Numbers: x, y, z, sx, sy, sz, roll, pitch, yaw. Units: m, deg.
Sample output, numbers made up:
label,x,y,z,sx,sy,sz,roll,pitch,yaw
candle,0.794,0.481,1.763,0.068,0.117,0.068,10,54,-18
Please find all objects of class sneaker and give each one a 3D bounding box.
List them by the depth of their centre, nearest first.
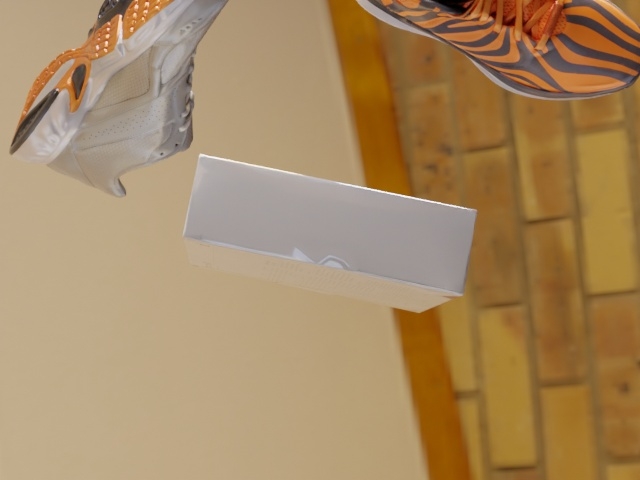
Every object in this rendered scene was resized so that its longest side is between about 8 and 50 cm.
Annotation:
label,x,y,z,sx,sy,sz,roll,pitch,yaw
sneaker,-0.130,-0.129,1.365,0.121,0.262,0.099,30,-136,-24
sneaker,0.170,-0.226,1.698,0.180,0.321,0.124,32,-103,-87

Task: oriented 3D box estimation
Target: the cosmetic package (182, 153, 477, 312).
label,x,y,z,sx,sy,sz,roll,pitch,yaw
cosmetic package,0.000,0.000,1.888,0.377,0.284,0.097,127,153,-84
